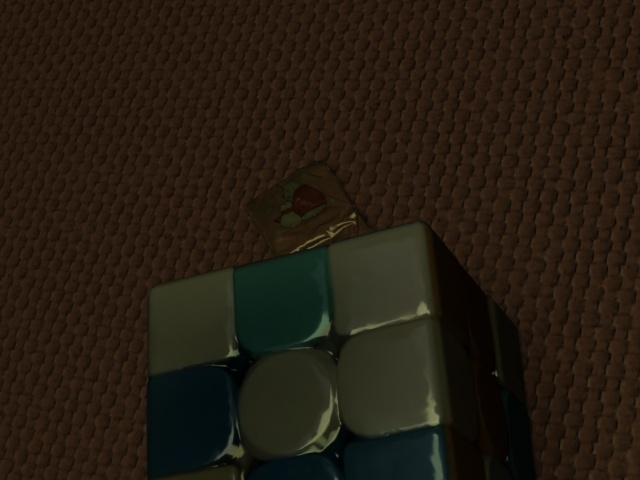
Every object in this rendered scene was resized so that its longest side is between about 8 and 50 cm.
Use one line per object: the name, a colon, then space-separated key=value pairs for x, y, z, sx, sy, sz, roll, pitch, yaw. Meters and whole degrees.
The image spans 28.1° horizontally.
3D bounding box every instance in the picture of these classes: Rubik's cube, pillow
Rubik's cube: x=0.032 y=0.223 z=1.424 sx=0.347 sy=0.344 sz=0.346 roll=-16 pitch=60 yaw=20
pillow: x=0.000 y=0.000 z=1.716 sx=0.135 sy=0.049 sz=0.248 roll=-37 pitch=53 yaw=4
